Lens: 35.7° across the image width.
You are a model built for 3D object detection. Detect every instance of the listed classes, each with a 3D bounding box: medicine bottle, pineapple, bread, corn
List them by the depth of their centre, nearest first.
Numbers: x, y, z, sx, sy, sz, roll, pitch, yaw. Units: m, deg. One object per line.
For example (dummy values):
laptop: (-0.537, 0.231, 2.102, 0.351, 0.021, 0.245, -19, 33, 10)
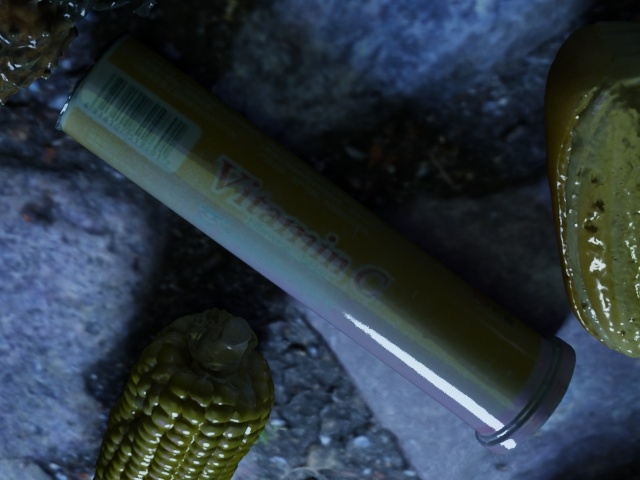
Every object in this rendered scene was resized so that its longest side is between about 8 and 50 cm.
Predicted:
bread: (0.210, -0.030, 0.669, 0.106, 0.140, 0.236, -7, 118, 15)
pineapple: (-0.182, -0.188, 0.680, 0.248, 0.128, 0.128, -26, 111, 12)
medicine bottle: (0.000, 0.000, 0.770, 0.426, 0.108, 0.108, 37, 123, -6)
corn: (-0.136, 0.191, 0.904, 0.130, 0.130, 0.347, 27, 127, -2)
